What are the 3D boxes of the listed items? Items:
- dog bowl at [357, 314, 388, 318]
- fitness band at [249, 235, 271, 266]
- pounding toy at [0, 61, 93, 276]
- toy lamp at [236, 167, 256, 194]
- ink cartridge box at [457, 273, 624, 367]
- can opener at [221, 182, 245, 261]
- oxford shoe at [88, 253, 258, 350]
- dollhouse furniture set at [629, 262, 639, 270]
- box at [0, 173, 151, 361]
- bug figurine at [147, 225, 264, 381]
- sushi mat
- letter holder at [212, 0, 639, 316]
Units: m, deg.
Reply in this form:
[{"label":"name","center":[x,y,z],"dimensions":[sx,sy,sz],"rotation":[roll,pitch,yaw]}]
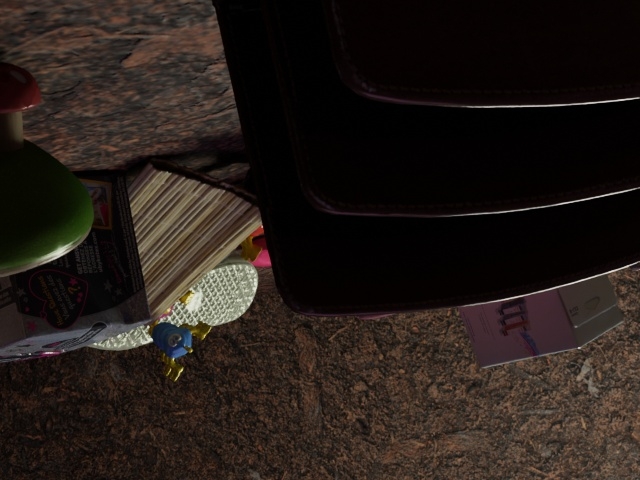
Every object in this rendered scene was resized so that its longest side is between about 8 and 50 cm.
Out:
[{"label":"dog bowl","center":[0.184,-0.018,1.213],"dimensions":[0.408,0.150,0.408],"rotation":[-19,179,0]},{"label":"fitness band","center":[0.000,0.000,1.724],"dimensions":[0.290,0.054,0.209],"rotation":[-12,176,8]},{"label":"pounding toy","center":[-0.259,-0.062,0.589],"dimensions":[0.237,0.110,0.183],"rotation":[19,-154,36]},{"label":"toy lamp","center":[-0.168,-0.025,1.072],"dimensions":[0.274,0.080,0.080],"rotation":[-18,172,25]},{"label":"ink cartridge box","center":[0.304,0.089,1.281],"dimensions":[0.128,0.127,0.176],"rotation":[-19,178,-43]},{"label":"can opener","center":[-0.081,-0.032,1.138],"dimensions":[0.280,0.093,0.074],"rotation":[-19,176,15]},{"label":"oxford shoe","center":[-0.278,0.067,1.405],"dimensions":[0.130,0.169,0.449],"rotation":[26,-166,31]},{"label":"dollhouse furniture set","center":[0.436,-0.085,0.991],"dimensions":[0.242,0.161,0.212],"rotation":[-14,-163,20]},{"label":"box","center":[-0.309,0.041,0.966],"dimensions":[0.142,0.163,0.247],"rotation":[-6,170,-39]},{"label":"bug figurine","center":[-0.170,0.047,1.252],"dimensions":[0.072,0.279,0.216],"rotation":[39,163,-27]},{"label":"sushi mat","center":[-0.191,0.013,1.042],"dimensions":[0.151,0.019,0.316],"rotation":[21,142,-26]},{"label":"letter holder","center":[0.119,-0.082,0.502],"dimensions":[0.301,0.214,0.152],"rotation":[-9,173,-22]}]
